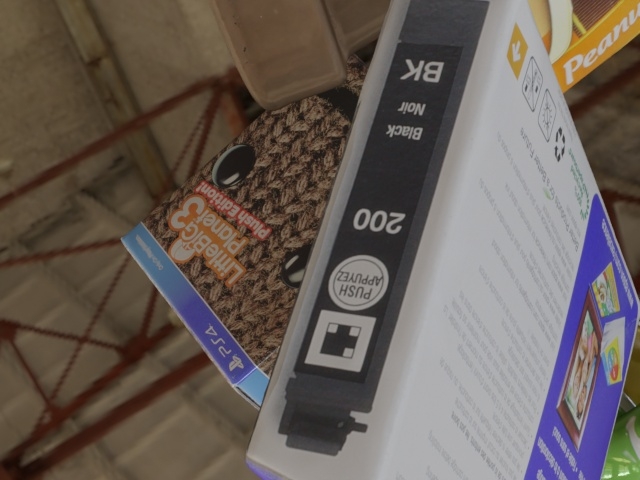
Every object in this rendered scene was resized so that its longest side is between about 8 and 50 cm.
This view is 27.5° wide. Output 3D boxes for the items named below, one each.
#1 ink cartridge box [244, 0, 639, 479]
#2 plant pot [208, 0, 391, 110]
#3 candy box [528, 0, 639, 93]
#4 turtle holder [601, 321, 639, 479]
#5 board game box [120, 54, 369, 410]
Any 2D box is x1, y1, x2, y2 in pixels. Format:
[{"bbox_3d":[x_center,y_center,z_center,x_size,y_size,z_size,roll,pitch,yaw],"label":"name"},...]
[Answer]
[{"bbox_3d":[0.046,0.064,0.406,0.045,0.206,0.208,4,-118,26],"label":"ink cartridge box"},{"bbox_3d":[0.035,-0.230,0.765,0.229,0.263,0.263,-16,-149,4],"label":"plant pot"},{"bbox_3d":[0.179,-0.217,0.580,0.316,0.183,0.087,-37,-120,1],"label":"candy box"},{"bbox_3d":[0.178,0.143,0.940,0.227,0.320,0.243,-31,-128,-33],"label":"turtle holder"},{"bbox_3d":[0.000,0.000,1.247,0.291,0.141,0.232,-42,-130,-2],"label":"board game box"}]
